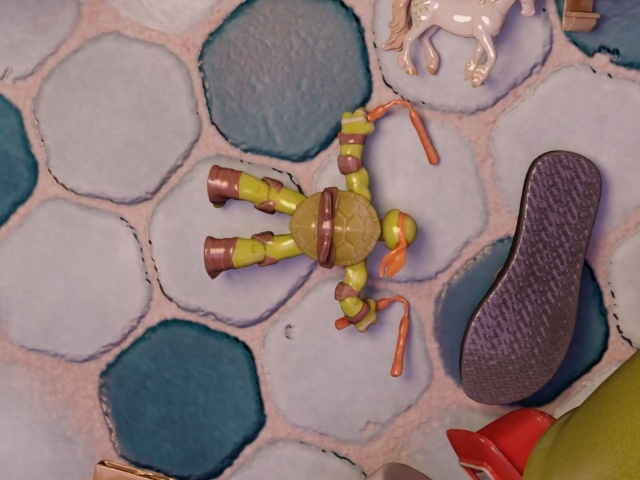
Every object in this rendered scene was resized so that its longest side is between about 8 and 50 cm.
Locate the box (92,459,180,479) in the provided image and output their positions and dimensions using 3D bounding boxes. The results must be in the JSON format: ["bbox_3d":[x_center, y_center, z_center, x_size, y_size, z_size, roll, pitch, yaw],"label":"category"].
[{"bbox_3d":[-0.172,0.339,1.722,0.164,0.021,0.201,15,103,5],"label":"box"}]

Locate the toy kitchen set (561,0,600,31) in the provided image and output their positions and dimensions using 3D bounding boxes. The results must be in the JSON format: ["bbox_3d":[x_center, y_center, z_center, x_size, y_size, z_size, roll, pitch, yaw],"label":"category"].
[{"bbox_3d":[0.249,-0.220,1.514,0.083,0.075,0.068,0,103,-23],"label":"toy kitchen set"}]

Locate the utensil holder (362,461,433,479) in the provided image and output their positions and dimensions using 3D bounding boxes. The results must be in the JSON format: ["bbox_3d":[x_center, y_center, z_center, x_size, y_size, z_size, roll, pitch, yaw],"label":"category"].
[{"bbox_3d":[0.017,0.441,1.562,0.385,0.327,0.327,-43,92,11],"label":"utensil holder"}]

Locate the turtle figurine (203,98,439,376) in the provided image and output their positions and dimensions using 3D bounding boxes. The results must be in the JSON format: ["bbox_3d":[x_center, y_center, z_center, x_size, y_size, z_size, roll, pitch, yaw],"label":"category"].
[{"bbox_3d":[0.000,0.000,1.599,0.217,0.087,0.269,2,101,8],"label":"turtle figurine"}]

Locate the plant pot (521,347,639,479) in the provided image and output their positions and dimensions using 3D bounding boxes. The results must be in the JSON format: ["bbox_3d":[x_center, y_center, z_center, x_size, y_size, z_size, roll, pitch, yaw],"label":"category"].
[{"bbox_3d":[0.354,0.212,1.387,0.366,0.353,0.366,9,69,-24],"label":"plant pot"}]

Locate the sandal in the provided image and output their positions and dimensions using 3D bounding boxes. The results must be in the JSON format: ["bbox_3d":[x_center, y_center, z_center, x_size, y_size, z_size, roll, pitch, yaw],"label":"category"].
[{"bbox_3d":[0.206,0.039,1.601,0.097,0.054,0.254,21,93,-3],"label":"sandal"}]

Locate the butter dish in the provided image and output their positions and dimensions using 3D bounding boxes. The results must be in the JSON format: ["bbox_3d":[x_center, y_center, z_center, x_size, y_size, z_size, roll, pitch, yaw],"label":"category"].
[{"bbox_3d":[0.216,0.214,1.593,0.118,0.160,0.160,-41,93,-10],"label":"butter dish"}]

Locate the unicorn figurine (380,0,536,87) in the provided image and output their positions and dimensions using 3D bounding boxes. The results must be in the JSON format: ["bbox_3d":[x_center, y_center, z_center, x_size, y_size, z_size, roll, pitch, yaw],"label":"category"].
[{"bbox_3d":[0.139,-0.201,1.555,0.162,0.060,0.111,10,102,6],"label":"unicorn figurine"}]
